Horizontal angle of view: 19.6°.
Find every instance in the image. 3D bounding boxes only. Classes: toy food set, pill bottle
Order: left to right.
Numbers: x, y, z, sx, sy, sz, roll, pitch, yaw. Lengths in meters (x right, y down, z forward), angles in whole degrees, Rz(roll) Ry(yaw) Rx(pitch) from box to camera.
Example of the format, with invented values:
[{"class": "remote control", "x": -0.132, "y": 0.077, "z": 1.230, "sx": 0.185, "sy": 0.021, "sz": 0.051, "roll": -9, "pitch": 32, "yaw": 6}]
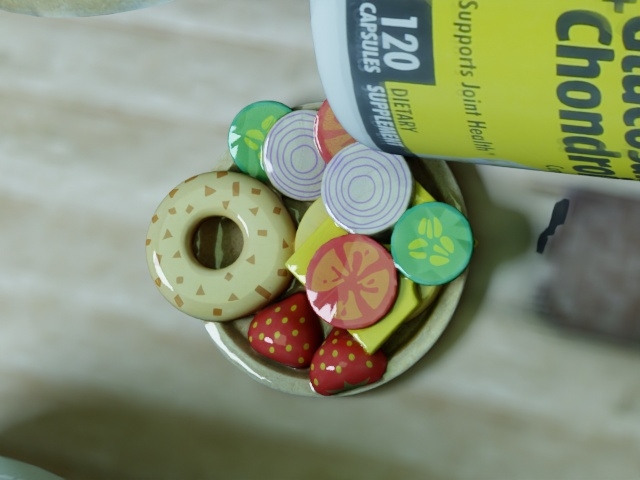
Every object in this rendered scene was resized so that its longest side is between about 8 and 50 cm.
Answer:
[{"class": "toy food set", "x": 0.000, "y": 0.000, "z": 0.496, "sx": 0.083, "sy": 0.020, "sz": 0.082, "roll": 45, "pitch": 97, "yaw": 18}, {"class": "pill bottle", "x": 0.097, "y": -0.062, "z": 0.429, "sx": 0.184, "sy": 0.103, "sz": 0.103, "roll": 7, "pitch": 85, "yaw": 19}]

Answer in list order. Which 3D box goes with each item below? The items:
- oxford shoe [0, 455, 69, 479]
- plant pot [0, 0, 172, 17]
[{"class": "oxford shoe", "x": 0.009, "y": 0.156, "z": 0.414, "sx": 0.449, "sy": 0.169, "sz": 0.130, "roll": 25, "pitch": 55, "yaw": 18}, {"class": "plant pot", "x": -0.020, "y": -0.157, "z": 0.457, "sx": 0.236, "sy": 0.032, "sz": 0.236, "roll": -21, "pitch": 46, "yaw": 23}]
